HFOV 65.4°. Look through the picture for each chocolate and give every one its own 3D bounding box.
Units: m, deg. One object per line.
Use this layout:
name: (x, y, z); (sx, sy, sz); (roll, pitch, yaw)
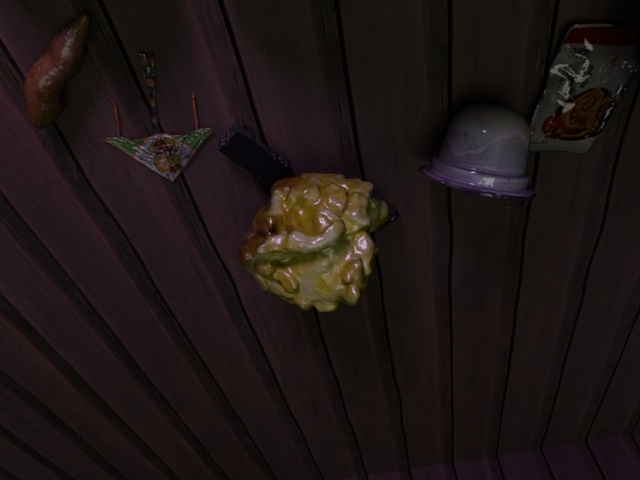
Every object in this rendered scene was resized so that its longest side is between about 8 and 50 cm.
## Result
chocolate: (0.289, -0.156, 0.851); (0.221, 0.221, 0.147); (12, 111, -16)

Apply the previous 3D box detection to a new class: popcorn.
popcorn: (-0.008, -0.005, 0.899); (0.237, 0.293, 0.293); (40, 120, -13)

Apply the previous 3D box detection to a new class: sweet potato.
sweet potato: (-0.403, -0.252, 0.754); (0.218, 0.051, 0.065); (-46, 163, 31)

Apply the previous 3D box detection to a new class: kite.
kite: (-0.282, -0.200, 0.849); (0.198, 0.006, 0.244); (-2, 133, -3)

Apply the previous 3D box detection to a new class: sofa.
sofa: (-0.117, -0.154, 0.887); (0.060, 0.039, 0.118); (-37, 126, 27)

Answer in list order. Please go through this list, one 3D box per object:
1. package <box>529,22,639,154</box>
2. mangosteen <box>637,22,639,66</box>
package: (0.446, -0.251, 0.860); (0.154, 0.030, 0.239); (0, 131, -9)
mangosteen: (0.603, -0.304, 0.610); (0.381, 0.381, 0.421); (-20, 120, 13)
